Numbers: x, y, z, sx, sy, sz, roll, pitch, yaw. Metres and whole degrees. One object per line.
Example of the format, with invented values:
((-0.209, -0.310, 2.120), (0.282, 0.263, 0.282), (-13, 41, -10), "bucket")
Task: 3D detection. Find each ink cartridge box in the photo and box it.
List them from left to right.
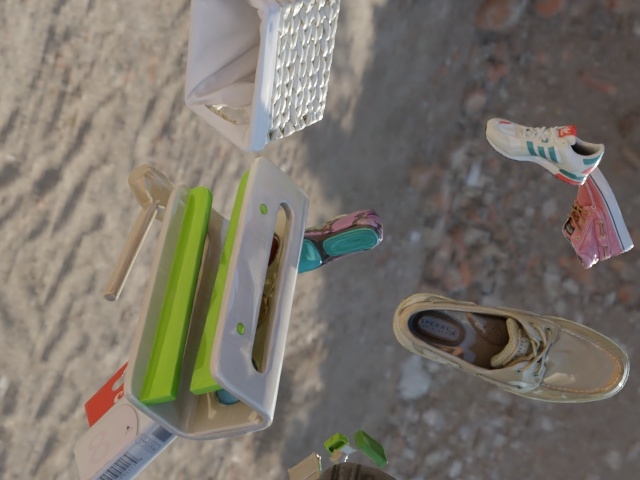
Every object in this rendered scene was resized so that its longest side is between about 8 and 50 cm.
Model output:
((-0.264, 0.220, 1.749), (0.189, 0.232, 0.066), (-44, 127, 6), "ink cartridge box")

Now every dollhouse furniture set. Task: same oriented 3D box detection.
((0.024, 0.353, 1.952), (0.058, 0.152, 0.076), (45, 16, -30), "dollhouse furniture set")

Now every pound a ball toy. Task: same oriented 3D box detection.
((-0.123, 0.054, 1.361), (0.136, 0.208, 0.319), (43, 42, -39), "pound a ball toy")

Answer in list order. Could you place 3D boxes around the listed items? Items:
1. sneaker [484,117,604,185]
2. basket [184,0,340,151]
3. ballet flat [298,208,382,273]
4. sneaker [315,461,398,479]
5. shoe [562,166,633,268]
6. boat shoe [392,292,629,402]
((0.296, -0.133, 1.660), (0.075, 0.161, 0.057), (-54, -164, 47), "sneaker")
((-0.057, -0.190, 1.244), (0.103, 0.113, 0.167), (-23, 138, -36), "basket")
((0.000, 0.000, 2.128), (0.079, 0.222, 0.077), (-87, 156, -56), "ballet flat")
((0.091, 0.424, 1.698), (0.447, 0.258, 0.169), (-36, -143, 59), "sneaker")
((0.382, -0.037, 1.814), (0.178, 0.081, 0.063), (59, 5, -34), "shoe")
((0.239, 0.135, 1.567), (0.098, 0.302, 0.109), (142, -36, -89), "boat shoe")
